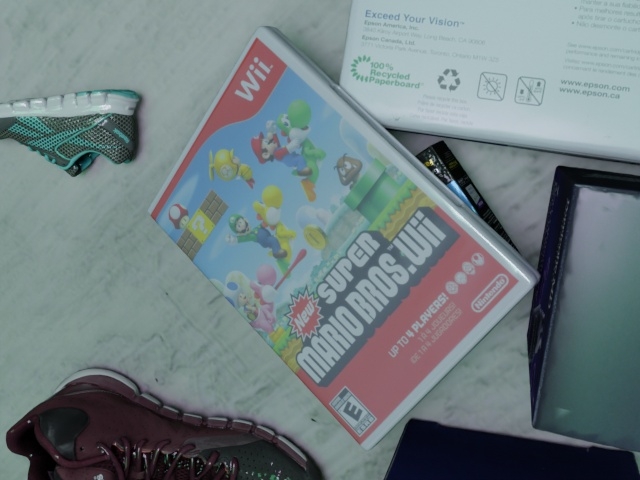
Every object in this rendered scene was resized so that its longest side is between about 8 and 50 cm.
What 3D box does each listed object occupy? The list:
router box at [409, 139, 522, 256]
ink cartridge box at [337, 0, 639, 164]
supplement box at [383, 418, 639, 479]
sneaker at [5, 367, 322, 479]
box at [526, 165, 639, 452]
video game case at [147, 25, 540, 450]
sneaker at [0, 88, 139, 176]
[{"bbox_3d":[0.063,0.023,0.617,0.179,0.046,0.133,-35,88,28],"label":"router box"},{"bbox_3d":[0.195,-0.229,0.554,0.324,0.071,0.330,11,97,14],"label":"ink cartridge box"},{"bbox_3d":[0.134,0.351,0.581,0.194,0.195,0.357,6,98,14],"label":"supplement box"},{"bbox_3d":[-0.146,0.212,0.651,0.281,0.162,0.106,17,101,12],"label":"sneaker"},{"bbox_3d":[0.207,0.033,0.512,0.108,0.207,0.153,9,99,14],"label":"box"},{"bbox_3d":[0.000,0.000,0.596,0.285,0.025,0.204,45,119,15],"label":"video game case"},{"bbox_3d":[-0.244,-0.095,0.691,0.166,0.065,0.076,-3,101,17],"label":"sneaker"}]
